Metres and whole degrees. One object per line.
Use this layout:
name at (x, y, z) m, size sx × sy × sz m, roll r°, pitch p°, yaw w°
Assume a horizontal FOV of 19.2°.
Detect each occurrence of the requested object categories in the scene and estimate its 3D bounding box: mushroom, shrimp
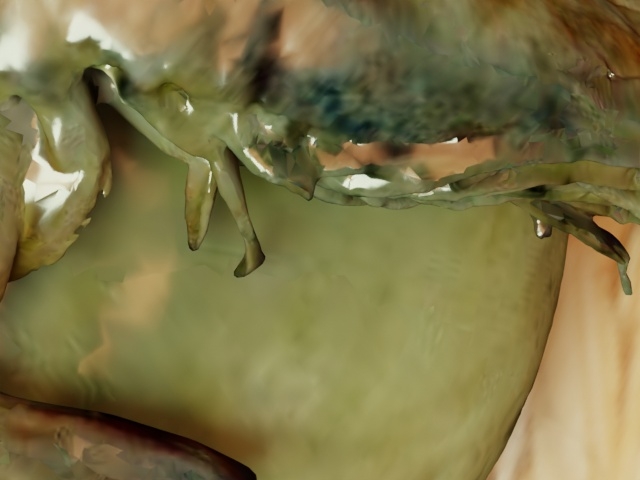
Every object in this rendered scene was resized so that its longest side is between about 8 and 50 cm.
mushroom at (-0.088, -0.022, 0.580) m, size 0.352 × 0.260 × 0.352 m, roll 1°, pitch 84°, yaw -8°
shrimp at (0.000, 0.000, 0.445) m, size 0.296 × 0.058 × 0.169 m, roll 12°, pitch 90°, yaw -13°
